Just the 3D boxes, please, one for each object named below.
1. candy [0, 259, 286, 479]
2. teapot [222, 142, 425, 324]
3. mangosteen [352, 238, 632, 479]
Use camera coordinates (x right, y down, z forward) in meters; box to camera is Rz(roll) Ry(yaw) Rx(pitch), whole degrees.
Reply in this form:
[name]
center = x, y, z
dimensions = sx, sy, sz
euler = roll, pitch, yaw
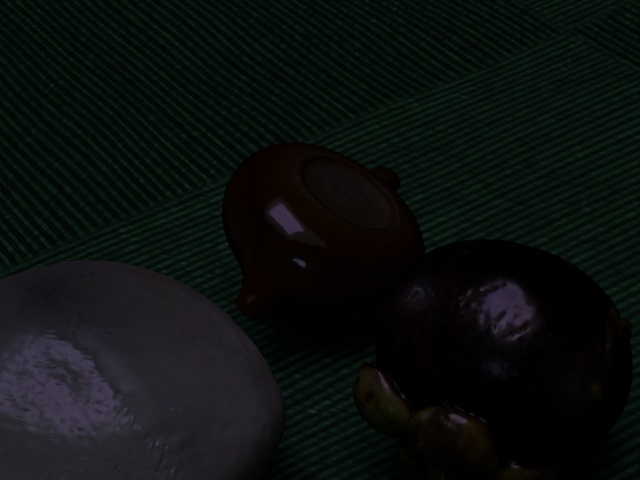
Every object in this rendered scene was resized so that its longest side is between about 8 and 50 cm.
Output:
[candy]
center = -0.175, 0.120, 1.277
dimensions = 0.295, 0.185, 0.295
euler = -4, 30, 2
[teapot]
center = 0.000, 0.000, 1.474
dimensions = 0.178, 0.135, 0.252
euler = 42, 29, 6
[mangosteen]
center = 0.119, 0.109, 1.256
dimensions = 0.192, 0.192, 0.217
euler = 16, 65, 29
